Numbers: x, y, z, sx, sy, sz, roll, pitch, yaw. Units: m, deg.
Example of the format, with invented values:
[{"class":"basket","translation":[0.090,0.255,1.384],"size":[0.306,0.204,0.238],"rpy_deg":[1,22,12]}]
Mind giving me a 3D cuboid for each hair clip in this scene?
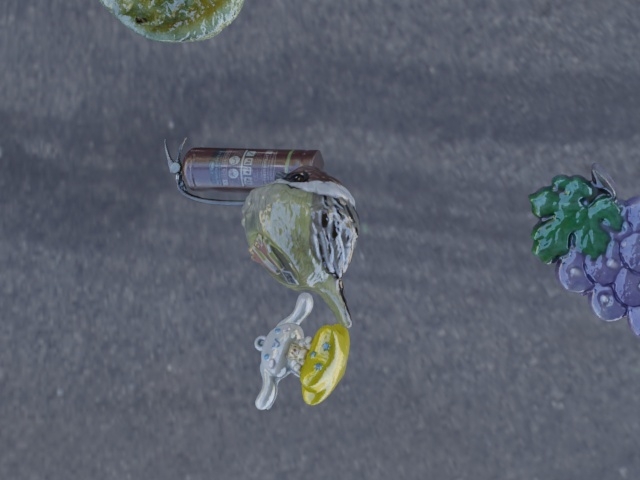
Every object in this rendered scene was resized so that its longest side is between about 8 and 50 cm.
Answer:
[{"class":"hair clip","translation":[0.284,0.007,1.433],"size":[0.195,0.052,0.124],"rpy_deg":[40,99,-7]}]

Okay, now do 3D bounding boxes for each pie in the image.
[{"class":"pie","translation":[-0.169,-0.303,1.660],"size":[0.187,0.186,0.041],"rpy_deg":[4,163,-15]}]

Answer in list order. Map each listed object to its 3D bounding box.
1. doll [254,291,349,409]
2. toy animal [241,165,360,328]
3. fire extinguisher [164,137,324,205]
[{"class":"doll","translation":[-0.021,0.122,1.677],"size":[0.113,0.135,0.071],"rpy_deg":[-10,153,22]},{"class":"toy animal","translation":[0.000,0.000,1.232],"size":[0.137,0.098,0.098],"rpy_deg":[45,105,3]},{"class":"fire extinguisher","translation":[-0.075,-0.064,1.395],"size":[0.158,0.043,0.064],"rpy_deg":[2,87,21]}]
